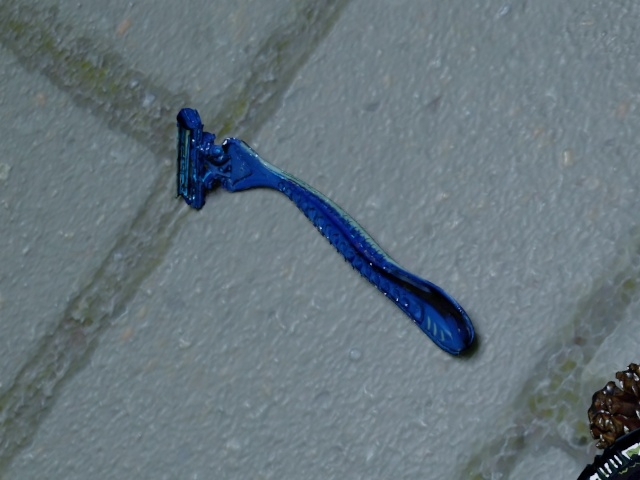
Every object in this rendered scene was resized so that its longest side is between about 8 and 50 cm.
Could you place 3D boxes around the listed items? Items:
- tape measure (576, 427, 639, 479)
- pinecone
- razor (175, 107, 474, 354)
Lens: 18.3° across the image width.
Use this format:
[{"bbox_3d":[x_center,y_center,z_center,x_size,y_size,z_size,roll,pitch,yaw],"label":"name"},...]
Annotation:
[{"bbox_3d":[0.237,0.204,1.256,0.186,0.112,0.199,45,100,24],"label":"tape measure"},{"bbox_3d":[0.233,0.126,1.429,0.083,0.077,0.077,-45,53,29],"label":"pinecone"},{"bbox_3d":[0.008,-0.006,1.613,0.324,0.093,0.056,33,50,30],"label":"razor"}]
